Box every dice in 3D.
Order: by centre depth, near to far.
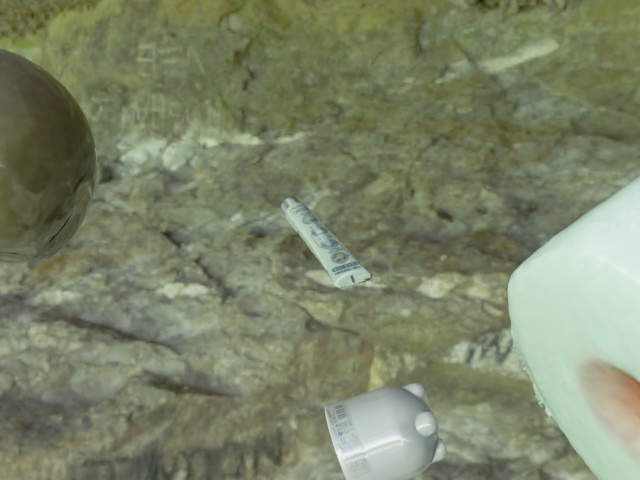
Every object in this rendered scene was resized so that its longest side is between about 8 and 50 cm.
[{"bbox_3d":[0.320,0.058,0.547,0.262,0.265,0.268,-31,167,-13],"label":"dice"}]

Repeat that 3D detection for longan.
[{"bbox_3d":[-0.344,-0.081,0.817,0.215,0.246,0.246,-14,-176,9],"label":"longan"}]

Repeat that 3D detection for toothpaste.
[{"bbox_3d":[0.000,0.000,1.187,0.062,0.039,0.239,-13,-144,-22],"label":"toothpaste"}]

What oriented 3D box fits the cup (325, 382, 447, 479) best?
[{"bbox_3d":[0.099,0.288,1.049,0.142,0.134,0.173,-19,-132,2],"label":"cup"}]
